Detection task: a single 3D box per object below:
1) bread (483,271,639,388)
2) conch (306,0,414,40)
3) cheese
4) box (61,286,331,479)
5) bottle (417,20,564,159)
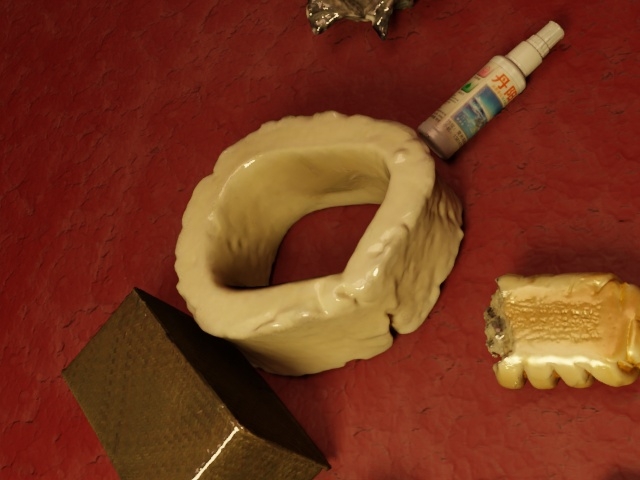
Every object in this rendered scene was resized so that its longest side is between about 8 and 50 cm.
[{"bbox_3d":[0.244,0.093,0.785,0.177,0.084,0.119,-3,63,29],"label":"bread"},{"bbox_3d":[0.033,-0.425,1.128,0.313,0.240,0.186,15,57,50],"label":"conch"},{"bbox_3d":[0.001,0.003,0.945,0.332,0.153,0.292,-9,58,28],"label":"cheese"},{"bbox_3d":[-0.146,0.203,0.894,0.143,0.184,0.273,-49,49,2],"label":"box"},{"bbox_3d":[0.219,-0.195,0.989,0.217,0.060,0.060,-44,50,2],"label":"bottle"}]
